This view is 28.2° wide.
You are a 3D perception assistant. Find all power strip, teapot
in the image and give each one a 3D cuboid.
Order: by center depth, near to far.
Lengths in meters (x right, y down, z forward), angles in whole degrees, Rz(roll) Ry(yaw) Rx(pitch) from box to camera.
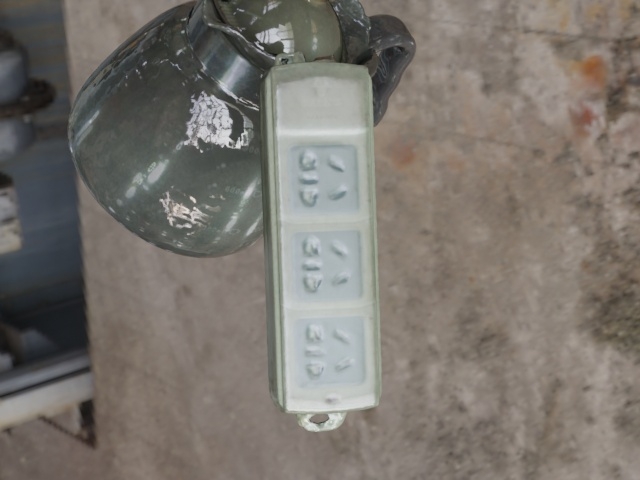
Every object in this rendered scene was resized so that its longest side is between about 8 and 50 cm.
[{"bbox_3d":[-0.001,0.000,0.894,0.052,0.078,0.272,172,96,-79],"label":"power strip"},{"bbox_3d":[-0.041,-0.132,1.164,0.285,0.305,0.223,-47,33,38],"label":"teapot"}]
